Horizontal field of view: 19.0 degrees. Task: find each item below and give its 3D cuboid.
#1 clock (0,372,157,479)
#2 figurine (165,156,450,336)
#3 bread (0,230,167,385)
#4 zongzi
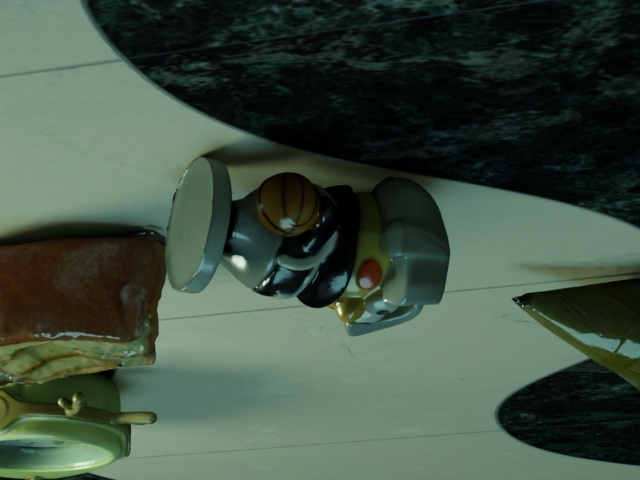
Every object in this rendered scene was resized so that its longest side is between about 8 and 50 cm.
[{"bbox_3d":[-0.344,0.221,2.354,0.308,0.096,0.235,-18,154,42],"label":"clock"},{"bbox_3d":[0.000,0.000,1.650,0.236,0.133,0.176,11,161,-23],"label":"figurine"},{"bbox_3d":[-0.252,0.066,1.852,0.244,0.123,0.190,-15,155,34],"label":"bread"},{"bbox_3d":[0.354,0.068,1.921,0.256,0.115,0.228,27,145,-34],"label":"zongzi"}]
